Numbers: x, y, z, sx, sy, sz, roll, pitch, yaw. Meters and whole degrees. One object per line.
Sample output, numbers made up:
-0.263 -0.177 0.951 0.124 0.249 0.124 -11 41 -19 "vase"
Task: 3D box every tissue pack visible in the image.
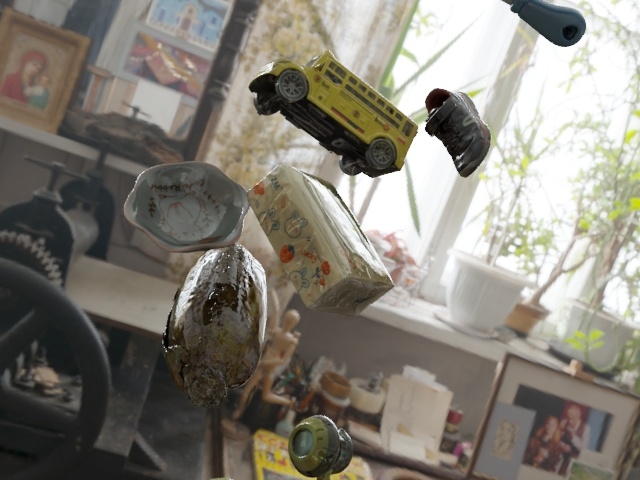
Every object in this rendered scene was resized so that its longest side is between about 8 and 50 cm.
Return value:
0.000 0.000 0.967 0.148 0.092 0.196 15 39 -58 "tissue pack"

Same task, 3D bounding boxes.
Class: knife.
0.245 -0.335 0.923 0.244 0.058 0.032 32 43 -2 "knife"

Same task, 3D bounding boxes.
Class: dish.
-0.243 -0.044 1.285 0.229 0.081 0.229 7 48 -8 "dish"

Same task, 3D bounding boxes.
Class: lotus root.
-0.202 0.158 1.378 0.179 0.196 0.397 43 26 -27 "lotus root"

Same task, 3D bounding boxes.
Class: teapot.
-0.005 0.462 1.497 0.130 0.165 0.119 0 -23 44 "teapot"

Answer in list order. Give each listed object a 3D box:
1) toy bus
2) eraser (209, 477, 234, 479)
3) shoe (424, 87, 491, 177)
0.027 -0.259 1.382 0.330 0.152 0.144 34 -16 -20 "toy bus"
-0.178 0.509 1.229 0.058 0.172 0.117 0 44 -23 "eraser"
0.334 -0.288 1.758 0.137 0.114 0.291 17 44 -28 "shoe"
